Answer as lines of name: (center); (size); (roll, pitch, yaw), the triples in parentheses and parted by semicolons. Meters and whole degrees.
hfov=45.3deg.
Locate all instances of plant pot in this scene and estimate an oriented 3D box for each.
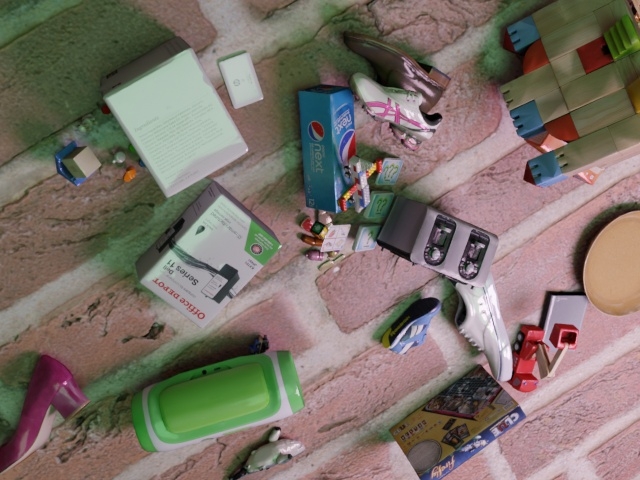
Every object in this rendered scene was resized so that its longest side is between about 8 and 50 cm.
plant pot: (0.649, 0.047, 1.631); (0.237, 0.032, 0.236); (-6, 108, -19)

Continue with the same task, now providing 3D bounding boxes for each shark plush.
shark plush: (-0.108, 0.451, 1.547); (0.161, 0.073, 0.067); (-39, 147, -5)

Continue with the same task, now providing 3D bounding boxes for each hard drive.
hard drive: (0.520, 0.175, 1.653); (0.094, 0.022, 0.135); (1, 109, -18)

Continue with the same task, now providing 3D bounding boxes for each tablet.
tablet: (-0.133, -0.268, 1.288); (0.054, 0.006, 0.083); (-22, 115, -8)

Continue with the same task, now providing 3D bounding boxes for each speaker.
speaker: (-0.185, 0.292, 1.402); (0.297, 0.131, 0.131); (-15, 114, -1)

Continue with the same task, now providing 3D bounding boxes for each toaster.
toaster: (0.211, 0.003, 1.411); (0.168, 0.186, 0.110); (22, 92, -22)

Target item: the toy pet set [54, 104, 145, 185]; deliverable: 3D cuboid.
toy pet set: (-0.366, -0.139, 1.248); (0.114, 0.065, 0.122); (-51, 125, -34)

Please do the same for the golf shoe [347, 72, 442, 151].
golf shoe: (0.124, -0.231, 1.289); (0.186, 0.067, 0.086); (33, 116, -33)

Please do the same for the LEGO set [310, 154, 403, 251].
LEGO set: (0.076, -0.056, 1.334); (0.244, 0.060, 0.182); (-5, 117, -58)

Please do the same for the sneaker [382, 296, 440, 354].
sneaker: (0.190, 0.172, 1.533); (0.144, 0.053, 0.059); (-44, 116, 12)

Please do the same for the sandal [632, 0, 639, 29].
sandal: (0.590, -0.391, 1.444); (0.079, 0.088, 0.240); (-22, 112, 26)

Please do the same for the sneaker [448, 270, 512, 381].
sneaker: (0.321, 0.172, 1.557); (0.091, 0.094, 0.258); (-17, 102, 1)

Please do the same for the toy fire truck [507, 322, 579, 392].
toy fire truck: (0.458, 0.244, 1.596); (0.047, 0.135, 0.191); (6, 108, -19)

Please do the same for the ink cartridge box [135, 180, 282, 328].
ink cartridge box: (-0.196, 0.027, 1.335); (0.208, 0.087, 0.153); (-47, 116, 4)

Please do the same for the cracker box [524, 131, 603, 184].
cracker box: (0.522, -0.244, 1.468); (0.156, 0.067, 0.232); (29, 99, -25)

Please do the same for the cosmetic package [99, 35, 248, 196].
cosmetic package: (-0.231, -0.197, 1.203); (0.152, 0.151, 0.183); (-30, 117, -5)

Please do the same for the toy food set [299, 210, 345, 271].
toy food set: (0.000, 0.000, 1.424); (0.078, 0.019, 0.122); (-31, 116, -4)

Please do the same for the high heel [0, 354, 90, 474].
high heel: (-0.528, 0.314, 1.362); (0.244, 0.082, 0.117); (-41, 88, 15)

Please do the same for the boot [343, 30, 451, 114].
boot: (0.118, -0.276, 1.322); (0.219, 0.082, 0.106); (21, 100, -25)

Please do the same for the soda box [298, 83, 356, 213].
soda box: (0.015, -0.158, 1.327); (0.067, 0.071, 0.210); (-28, 123, -45)

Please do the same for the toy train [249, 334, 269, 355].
toy train: (-0.131, 0.251, 1.477); (0.036, 0.027, 0.158); (13, 106, -10)

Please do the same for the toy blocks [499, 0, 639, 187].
toy blocks: (0.443, -0.265, 1.342); (0.261, 0.191, 0.381); (-23, 77, 29)

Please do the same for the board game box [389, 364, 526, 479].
board game box: (0.276, 0.376, 1.575); (0.243, 0.165, 0.042); (-35, 116, -2)
